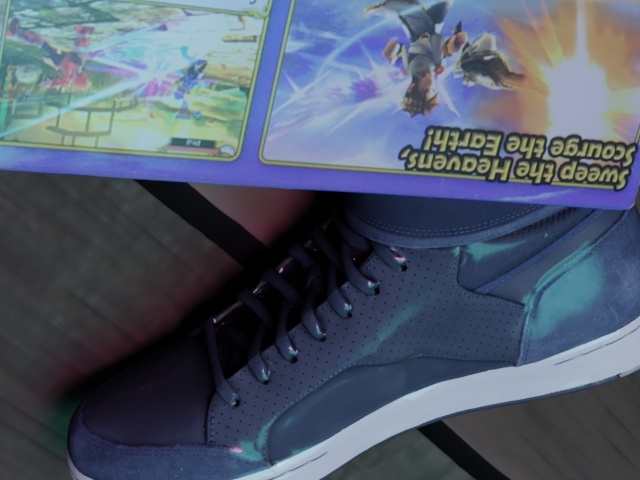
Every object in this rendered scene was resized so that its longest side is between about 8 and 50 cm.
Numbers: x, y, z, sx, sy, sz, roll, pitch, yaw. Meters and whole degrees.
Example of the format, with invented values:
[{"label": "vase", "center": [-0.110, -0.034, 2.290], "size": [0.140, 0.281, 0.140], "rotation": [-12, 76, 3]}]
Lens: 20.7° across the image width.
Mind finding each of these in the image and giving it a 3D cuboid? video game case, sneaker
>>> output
[{"label": "video game case", "center": [-0.014, -0.136, 0.424], "size": [0.270, 0.061, 0.244], "rotation": [3, 110, -27]}, {"label": "sneaker", "center": [0.000, -0.001, 0.602], "size": [0.226, 0.086, 0.163], "rotation": [-20, 128, -2]}]
